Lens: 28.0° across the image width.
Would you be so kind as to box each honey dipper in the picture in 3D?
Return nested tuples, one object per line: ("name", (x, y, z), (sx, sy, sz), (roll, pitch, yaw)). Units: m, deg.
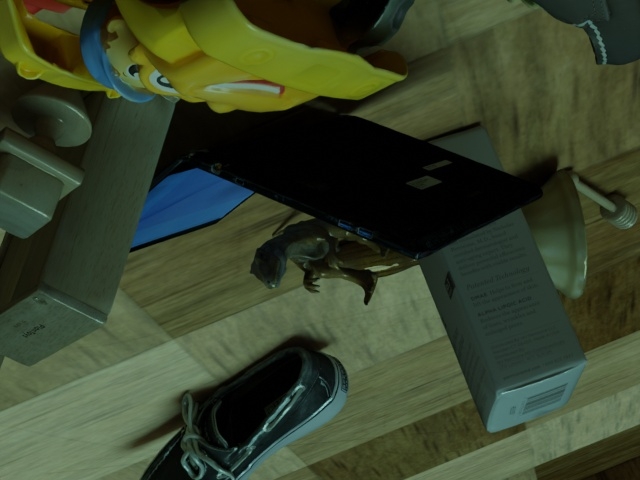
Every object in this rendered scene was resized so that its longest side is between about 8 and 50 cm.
("honey dipper", (0.284, -0.044, 1.311), (0.030, 0.030, 0.160), (-32, 152, 22))

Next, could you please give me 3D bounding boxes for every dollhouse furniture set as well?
("dollhouse furniture set", (-0.283, -0.081, 0.743), (0.355, 0.174, 0.303), (30, 145, -25))

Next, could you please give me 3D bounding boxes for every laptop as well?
("laptop", (-0.015, -0.006, 0.912), (0.234, 0.264, 0.137), (-23, 132, -60))

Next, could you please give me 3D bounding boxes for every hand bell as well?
("hand bell", (0.120, 0.006, 1.228), (0.242, 0.126, 0.126), (-6, 155, -3))

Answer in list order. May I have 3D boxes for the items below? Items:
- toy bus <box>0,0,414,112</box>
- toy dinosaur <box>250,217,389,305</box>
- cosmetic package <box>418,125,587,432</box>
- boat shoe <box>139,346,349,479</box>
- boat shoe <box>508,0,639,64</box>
("toy bus", (-0.090, -0.137, 0.574), (0.211, 0.220, 0.149), (-27, 162, 28))
("toy dinosaur", (0.000, 0.000, 1.041), (0.211, 0.112, 0.064), (-31, 140, -78))
("cosmetic package", (0.140, 0.033, 1.098), (0.085, 0.231, 0.117), (-19, 156, -7))
("boat shoe", (-0.110, 0.223, 1.450), (0.306, 0.113, 0.105), (-33, 148, 19))
("boat shoe", (0.143, -0.196, 0.766), (0.096, 0.117, 0.324), (-21, 153, 12))
